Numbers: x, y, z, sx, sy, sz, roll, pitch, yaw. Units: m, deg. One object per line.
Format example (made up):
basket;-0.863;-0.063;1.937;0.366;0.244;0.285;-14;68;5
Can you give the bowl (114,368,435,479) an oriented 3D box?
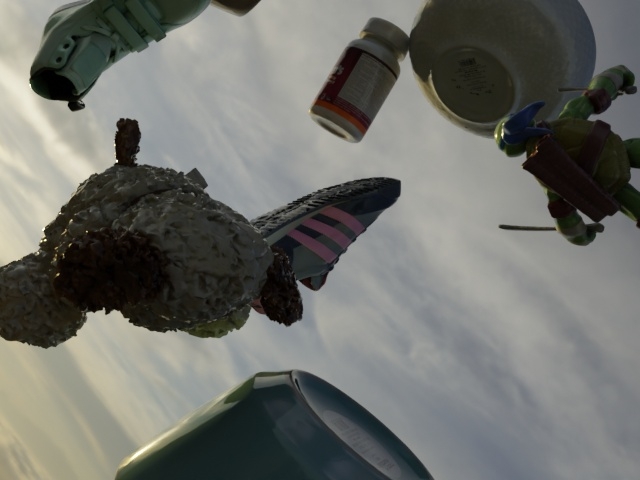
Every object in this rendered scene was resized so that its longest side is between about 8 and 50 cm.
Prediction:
bowl;-0.010;0.233;0.643;0.311;0.163;0.311;37;3;-2

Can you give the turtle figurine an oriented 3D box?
turtle figurine;0.353;-0.090;0.844;0.266;0.198;0.274;26;-8;25

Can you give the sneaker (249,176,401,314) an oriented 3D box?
sneaker;0.000;0.000;1.095;0.112;0.319;0.131;15;-54;59

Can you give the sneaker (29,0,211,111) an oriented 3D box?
sneaker;-0.240;-0.241;0.864;0.256;0.151;0.094;-14;-39;25

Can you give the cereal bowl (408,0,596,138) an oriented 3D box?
cereal bowl;0.300;-0.312;1.278;0.339;0.141;0.339;27;-33;20

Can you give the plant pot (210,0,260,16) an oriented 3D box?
plant pot;-0.185;-0.525;1.147;0.280;0.323;0.323;33;-18;-24

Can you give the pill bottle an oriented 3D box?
pill bottle;0.079;-0.310;1.384;0.121;0.221;0.121;30;-4;2

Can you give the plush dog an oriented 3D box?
plush dog;-0.134;0.007;0.632;0.225;0.262;0.211;19;-78;48
